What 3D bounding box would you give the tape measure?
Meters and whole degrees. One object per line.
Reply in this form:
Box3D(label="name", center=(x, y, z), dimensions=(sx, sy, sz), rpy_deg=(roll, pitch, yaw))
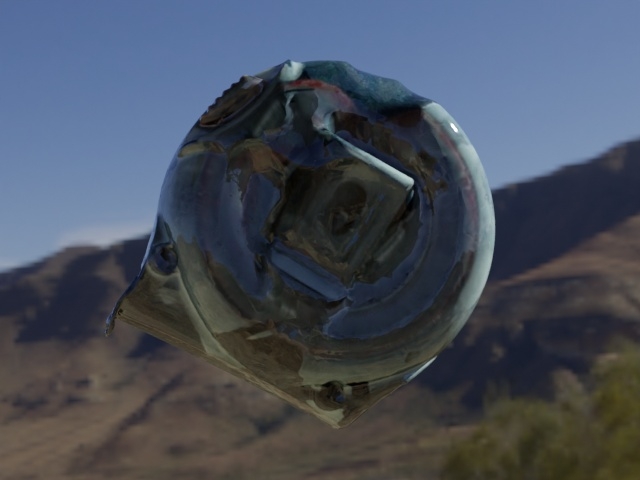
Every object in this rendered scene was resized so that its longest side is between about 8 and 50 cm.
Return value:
Box3D(label="tape measure", center=(0.000, 0.000, 1.089), dimensions=(0.256, 0.275, 0.147), rpy_deg=(27, -13, -6))
